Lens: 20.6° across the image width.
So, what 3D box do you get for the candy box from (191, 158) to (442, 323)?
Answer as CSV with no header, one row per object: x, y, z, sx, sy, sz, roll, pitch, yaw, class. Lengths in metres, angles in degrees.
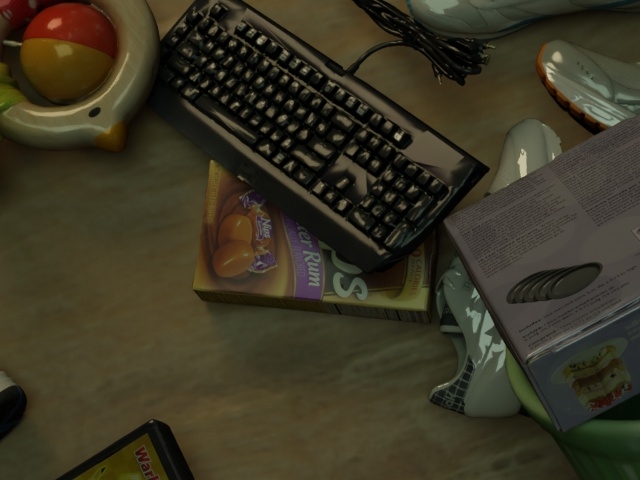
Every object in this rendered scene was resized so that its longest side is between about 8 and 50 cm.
0.000,0.000,1.386,0.187,0.053,0.109,5,77,8,candy box

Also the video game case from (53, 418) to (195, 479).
-0.164,0.312,1.305,0.248,0.035,0.274,-33,65,9,video game case

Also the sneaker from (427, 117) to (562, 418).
0.136,0.018,1.340,0.095,0.090,0.235,5,76,4,sneaker

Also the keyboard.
0.006,-0.121,1.371,0.201,0.033,0.317,-47,56,-8,keyboard

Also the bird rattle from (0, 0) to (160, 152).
-0.231,-0.160,1.437,0.207,0.143,0.253,11,66,5,bird rattle

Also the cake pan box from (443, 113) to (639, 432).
0.230,-0.009,1.175,0.267,0.245,0.070,-29,115,1,cake pan box

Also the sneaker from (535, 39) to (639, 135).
0.294,-0.105,1.342,0.262,0.099,0.121,27,93,5,sneaker

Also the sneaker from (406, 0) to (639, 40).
0.178,-0.217,1.393,0.229,0.092,0.087,-9,77,7,sneaker

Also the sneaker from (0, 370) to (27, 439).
-0.334,0.163,1.386,0.211,0.080,0.081,-37,68,-12,sneaker

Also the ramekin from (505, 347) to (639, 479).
0.292,0.084,1.189,0.303,0.303,0.148,-29,113,0,ramekin
